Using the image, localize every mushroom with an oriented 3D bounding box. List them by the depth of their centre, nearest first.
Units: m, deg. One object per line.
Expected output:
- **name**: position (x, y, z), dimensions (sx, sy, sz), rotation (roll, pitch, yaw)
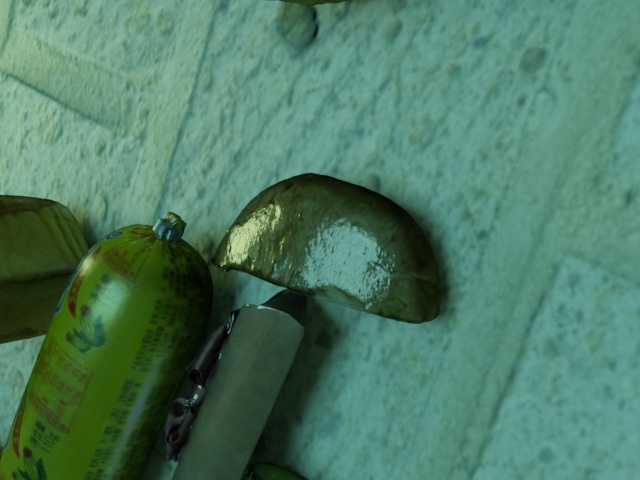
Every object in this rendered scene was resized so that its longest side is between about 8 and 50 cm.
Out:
- **mushroom**: position (-0.002, -0.001, 0.711), dimensions (0.209, 0.072, 0.094), rotation (20, 91, 41)

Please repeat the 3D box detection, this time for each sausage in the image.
- **sausage**: position (-0.188, 0.128, 0.833), dimensions (0.123, 0.123, 0.347), rotation (39, 113, 36)

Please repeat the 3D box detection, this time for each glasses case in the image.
- **glasses case**: position (-0.074, 0.116, 0.754), dimensions (0.070, 0.102, 0.193), rotation (22, 106, -5)

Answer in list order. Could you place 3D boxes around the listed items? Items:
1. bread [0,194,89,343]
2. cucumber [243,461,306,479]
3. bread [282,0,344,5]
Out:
- **bread**: position (-0.346, 0.037, 0.880), dimensions (0.152, 0.288, 0.119), rotation (-49, 67, 29)
- **cucumber**: position (-0.069, 0.315, 0.754), dimensions (0.067, 0.067, 0.294), rotation (27, 106, 40)
- **bread**: position (-0.013, -0.366, 0.671), dimensions (0.236, 0.183, 0.389), rotation (-2, 85, 44)
